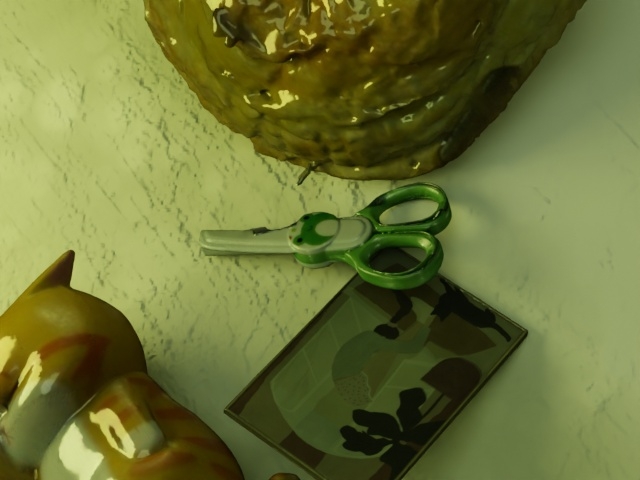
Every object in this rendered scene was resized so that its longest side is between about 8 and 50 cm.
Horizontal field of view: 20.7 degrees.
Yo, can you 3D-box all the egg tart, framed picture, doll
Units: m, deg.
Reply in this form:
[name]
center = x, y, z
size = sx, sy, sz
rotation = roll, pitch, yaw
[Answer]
[egg tart]
center = 0.023, -0.201, 1.338
size = 0.352, 0.153, 0.339
rotation = 19, 103, 13
[framed picture]
center = 0.044, 0.098, 1.315
size = 0.136, 0.010, 0.201
rotation = 34, 59, 20
[doll]
center = -0.165, 0.154, 1.318
size = 0.269, 0.162, 0.166
rotation = 47, 118, 16

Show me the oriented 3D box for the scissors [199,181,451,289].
[scissors]
center = 0.000, 0.000, 1.381
size = 0.204, 0.027, 0.101
rotation = -4, 44, 19
